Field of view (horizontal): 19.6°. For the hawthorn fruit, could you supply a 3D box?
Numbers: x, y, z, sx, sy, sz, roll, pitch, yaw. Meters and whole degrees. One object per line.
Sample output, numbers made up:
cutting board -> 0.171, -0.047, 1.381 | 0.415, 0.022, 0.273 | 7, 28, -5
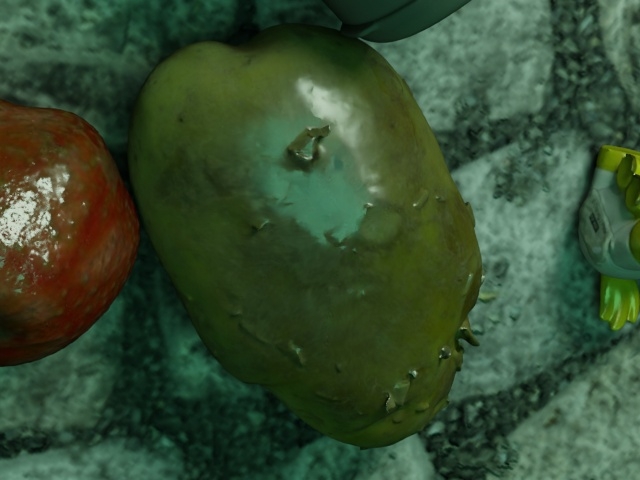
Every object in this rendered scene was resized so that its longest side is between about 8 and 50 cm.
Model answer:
hawthorn fruit -> -0.193, 0.014, 1.087 | 0.162, 0.203, 0.162 | 5, 130, 6

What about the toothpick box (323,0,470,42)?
toothpick box -> 0.002, -0.287, 1.048 | 0.229, 0.229, 0.316 | -45, 108, 0

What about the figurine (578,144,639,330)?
figurine -> 0.263, -0.013, 1.256 | 0.178, 0.109, 0.129 | -12, 132, -10

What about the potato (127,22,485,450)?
potato -> 0.000, 0.000, 1.165 | 0.191, 0.141, 0.296 | -29, 110, -2
